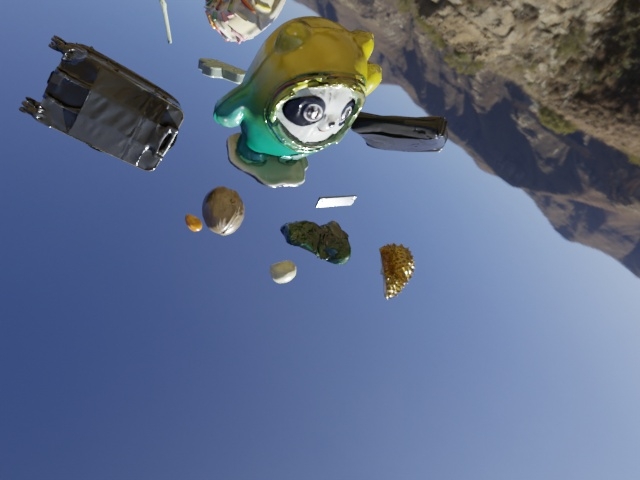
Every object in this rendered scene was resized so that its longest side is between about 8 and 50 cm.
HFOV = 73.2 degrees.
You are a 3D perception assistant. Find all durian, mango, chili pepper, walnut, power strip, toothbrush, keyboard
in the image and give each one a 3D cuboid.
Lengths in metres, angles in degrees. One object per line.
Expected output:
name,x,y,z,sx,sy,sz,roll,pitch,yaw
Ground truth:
durian,0.290,0.118,1.640,0.138,0.249,0.183,-13,-120,-5
mango,-0.530,-0.075,1.794,0.089,0.046,0.060,54,-139,-35
chili pepper,0.006,-0.005,1.464,0.265,0.116,0.148,23,-162,-21
walnut,-0.315,-0.098,1.398,0.140,0.140,0.162,16,-138,-31
power strip,-0.468,-0.798,2.025,0.265,0.059,0.194,27,-151,20
toothbrush,-0.560,-0.831,1.551,0.026,0.294,0.028,46,-119,10
keyboard,0.063,-0.158,1.733,0.176,0.055,0.014,-7,-127,-30

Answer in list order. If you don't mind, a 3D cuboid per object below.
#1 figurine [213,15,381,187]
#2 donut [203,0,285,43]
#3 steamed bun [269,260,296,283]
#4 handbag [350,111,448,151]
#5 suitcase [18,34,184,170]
figurine,-0.046,-0.277,0.852,0.324,0.340,0.231,-8,-116,-36
donut,-0.267,-0.892,1.511,0.143,0.382,0.382,16,-150,-51
steamed bun,-0.161,0.140,1.903,0.130,0.113,0.090,41,-150,-79
handbag,0.211,-0.284,1.146,0.247,0.080,0.223,9,-172,18
suitcase,-0.678,-0.422,1.398,0.434,0.283,0.194,26,-165,-33
